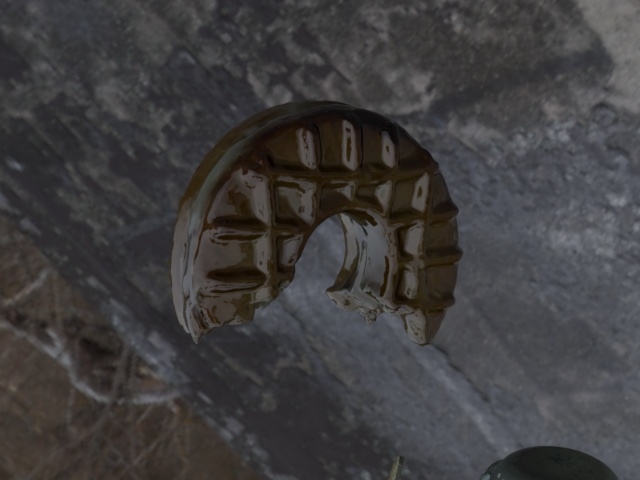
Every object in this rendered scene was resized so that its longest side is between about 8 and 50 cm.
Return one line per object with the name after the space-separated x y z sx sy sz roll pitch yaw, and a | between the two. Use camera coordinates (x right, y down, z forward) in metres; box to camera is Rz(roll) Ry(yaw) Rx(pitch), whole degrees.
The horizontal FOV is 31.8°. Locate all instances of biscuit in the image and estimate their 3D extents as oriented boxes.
0.009 -0.017 1.227 0.115 0.366 0.268 15 101 52 | biscuit

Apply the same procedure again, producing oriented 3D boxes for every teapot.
0.332 0.376 1.592 0.294 0.193 0.129 16 110 42 | teapot

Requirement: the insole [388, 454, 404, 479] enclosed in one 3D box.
0.043 0.326 1.112 0.011 0.248 0.081 19 150 4 | insole
